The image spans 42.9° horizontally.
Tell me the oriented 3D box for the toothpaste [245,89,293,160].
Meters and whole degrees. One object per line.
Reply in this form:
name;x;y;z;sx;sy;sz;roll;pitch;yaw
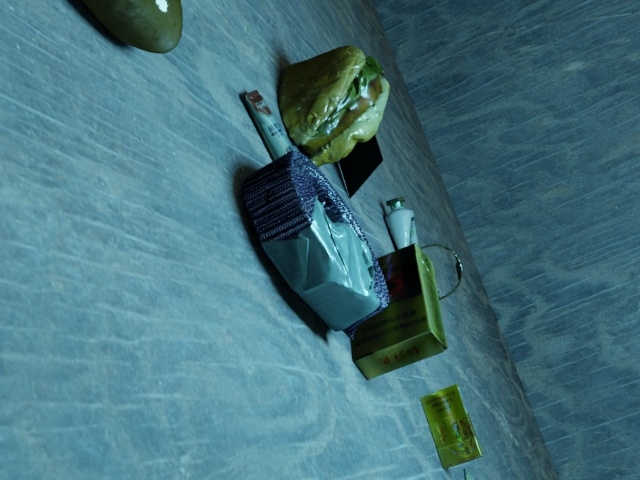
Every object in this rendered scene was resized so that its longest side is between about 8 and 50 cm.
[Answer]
toothpaste;-0.070;-0.159;1.461;0.239;0.039;0.062;62;23;-8

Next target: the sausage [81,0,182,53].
sausage;-0.304;-0.405;0.910;0.136;0.123;0.501;39;-11;52

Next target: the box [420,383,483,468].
box;0.272;0.387;1.698;0.022;0.089;0.156;33;38;-60

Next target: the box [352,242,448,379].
box;0.134;0.125;1.496;0.071;0.159;0.240;53;22;-34

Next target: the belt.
belt;0.000;0.000;1.315;0.325;0.122;0.260;50;18;-42

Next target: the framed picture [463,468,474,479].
framed picture;0.383;0.667;1.790;0.273;0.016;0.216;60;18;-23

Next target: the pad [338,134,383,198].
pad;0.072;-0.238;1.858;0.004;0.164;0.243;-1;62;-30

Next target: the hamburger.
hamburger;0.039;-0.310;1.715;0.162;0.208;0.330;58;16;-28

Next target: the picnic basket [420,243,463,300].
picnic basket;0.230;0.082;1.819;0.128;0.178;0.138;66;16;-1

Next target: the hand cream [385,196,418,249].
hand cream;0.239;0.053;2.123;0.121;0.076;0.336;0;74;-71
